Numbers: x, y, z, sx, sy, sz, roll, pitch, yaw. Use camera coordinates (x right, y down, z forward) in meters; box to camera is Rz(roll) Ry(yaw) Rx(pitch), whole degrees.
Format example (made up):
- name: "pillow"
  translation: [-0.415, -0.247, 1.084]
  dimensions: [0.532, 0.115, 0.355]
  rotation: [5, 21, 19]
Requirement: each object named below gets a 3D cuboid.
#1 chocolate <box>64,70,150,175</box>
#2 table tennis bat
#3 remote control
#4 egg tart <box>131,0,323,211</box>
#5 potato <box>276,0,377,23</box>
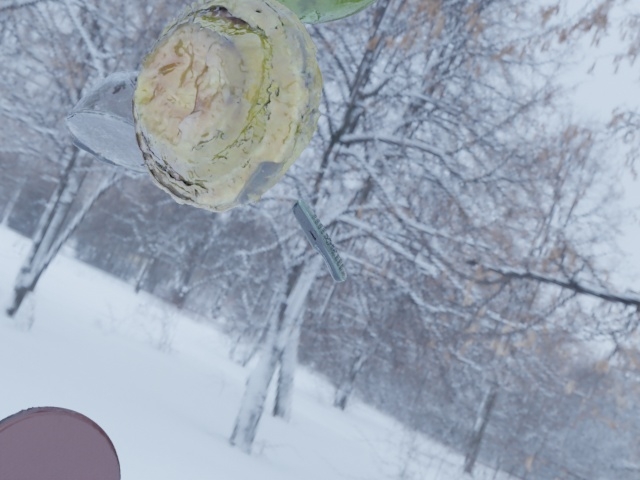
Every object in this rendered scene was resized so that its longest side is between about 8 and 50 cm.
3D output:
- name: "chocolate"
  translation: [-0.474, -0.324, 2.058]
  dimensions: [0.303, 0.212, 0.303]
  rotation: [16, -23, 7]
- name: "table tennis bat"
  translation: [-0.449, 0.463, 1.374]
  dimensions: [0.051, 0.268, 0.414]
  rotation: [19, -44, 49]
- name: "remote control"
  translation: [0.000, 0.000, 1.924]
  dimensions: [0.221, 0.042, 0.072]
  rotation: [60, 15, -5]
- name: "egg tart"
  translation: [-0.166, -0.216, 1.217]
  dimensions: [0.352, 0.351, 0.150]
  rotation: [20, 6, 27]
- name: "potato"
  translation: [-0.003, -0.495, 1.461]
  dimensions: [0.305, 0.215, 0.216]
  rotation: [-3, 0, -16]
